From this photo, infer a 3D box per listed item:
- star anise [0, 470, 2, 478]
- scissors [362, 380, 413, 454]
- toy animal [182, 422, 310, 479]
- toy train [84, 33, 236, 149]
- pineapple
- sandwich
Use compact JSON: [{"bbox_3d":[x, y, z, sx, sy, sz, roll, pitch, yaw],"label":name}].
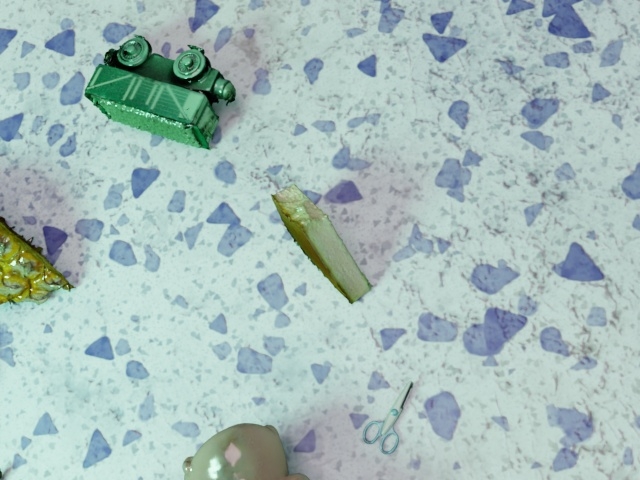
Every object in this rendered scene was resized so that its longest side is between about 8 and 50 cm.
[{"bbox_3d":[-0.567,0.434,1.376,0.141,0.042,0.141,-3,69,8],"label":"star anise"},{"bbox_3d":[0.113,0.272,1.316,0.058,0.014,0.119,27,83,17],"label":"scissors"},{"bbox_3d":[-0.109,0.385,1.218,0.221,0.210,0.229,44,45,13],"label":"toy animal"},{"bbox_3d":[-0.290,-0.275,1.517,0.269,0.115,0.154,19,74,15],"label":"toy train"},{"bbox_3d":[-0.610,0.010,1.463,0.158,0.161,0.334,-44,72,-3],"label":"pineapple"},{"bbox_3d":[0.000,0.000,1.348,0.058,0.162,0.193,-38,71,-6],"label":"sandwich"}]
